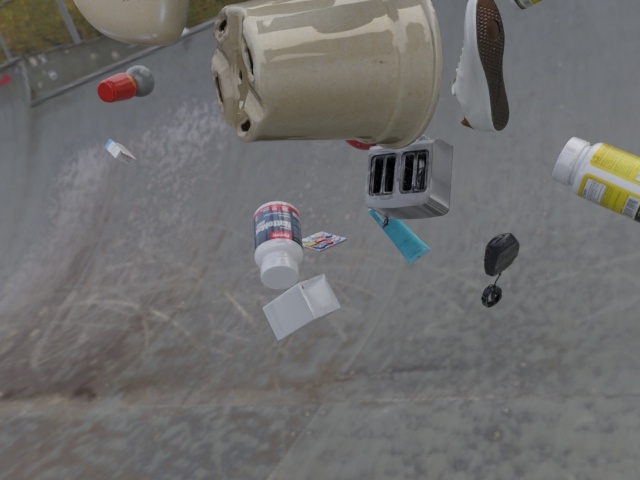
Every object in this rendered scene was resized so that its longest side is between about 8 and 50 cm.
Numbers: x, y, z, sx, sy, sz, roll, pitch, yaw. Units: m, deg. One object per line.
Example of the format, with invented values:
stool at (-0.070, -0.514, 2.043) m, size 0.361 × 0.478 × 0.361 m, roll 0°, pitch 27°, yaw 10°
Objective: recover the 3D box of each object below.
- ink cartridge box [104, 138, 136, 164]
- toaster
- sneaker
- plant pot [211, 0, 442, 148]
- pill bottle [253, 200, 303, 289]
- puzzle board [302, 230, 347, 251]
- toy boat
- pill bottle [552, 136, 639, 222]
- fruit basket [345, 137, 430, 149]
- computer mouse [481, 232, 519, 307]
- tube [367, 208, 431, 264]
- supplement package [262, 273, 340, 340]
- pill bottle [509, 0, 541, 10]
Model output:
ink cartridge box at (-0.532, -0.232, 1.743) m, size 0.083 × 0.048 × 0.028 m, roll 40°, pitch 98°, yaw 36°
toaster at (0.193, -0.129, 1.434) m, size 0.168 × 0.186 × 0.110 m, roll -1°, pitch -12°, yaw 36°
sneaker at (0.323, -0.376, 1.405) m, size 0.105 × 0.290 × 0.123 m, roll -22°, pitch 23°, yaw -35°
plant pot at (-0.012, -0.303, 1.134) m, size 0.305 × 0.334 × 0.333 m, roll -13°, pitch 12°, yaw -25°
pill bottle at (-0.091, 0.012, 1.427) m, size 0.107 × 0.108 × 0.180 m, roll -17°, pitch 47°, yaw 11°
puzzle board at (0.000, 0.000, 1.856) m, size 0.096 × 0.011 × 0.128 m, roll 17°, pitch 26°, yaw 35°
toy boat at (-0.384, -0.436, 1.328) m, size 0.267 × 0.318 × 0.148 m, roll 23°, pitch 31°, yaw 14°
pill bottle at (0.592, -0.127, 1.335) m, size 0.208 × 0.119 × 0.119 m, roll 31°, pitch 44°, yaw 27°
fruit basket at (0.165, -0.266, 1.702) m, size 0.165 × 0.353 × 0.327 m, roll -46°, pitch 18°, yaw 5°
computer mouse at (0.352, 0.061, 1.324) m, size 0.071 × 0.242 × 0.041 m, roll -30°, pitch 56°, yaw -18°
tube at (0.224, -0.026, 1.902) m, size 0.080 × 0.207 × 0.052 m, roll -39°, pitch 5°, yaw 31°
supplement package at (-0.052, 0.180, 1.752) m, size 0.105 × 0.105 × 0.179 m, roll -17°, pitch -14°, yaw -43°
pill bottle at (0.339, -0.397, 0.977) m, size 0.116 × 0.065 × 0.065 m, roll -17°, pitch 15°, yaw 40°
